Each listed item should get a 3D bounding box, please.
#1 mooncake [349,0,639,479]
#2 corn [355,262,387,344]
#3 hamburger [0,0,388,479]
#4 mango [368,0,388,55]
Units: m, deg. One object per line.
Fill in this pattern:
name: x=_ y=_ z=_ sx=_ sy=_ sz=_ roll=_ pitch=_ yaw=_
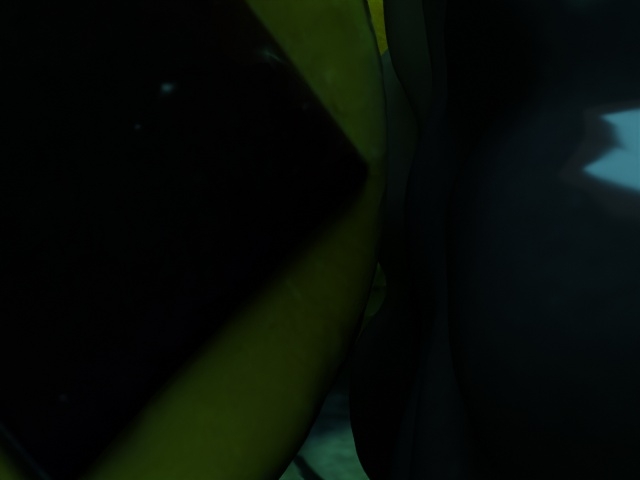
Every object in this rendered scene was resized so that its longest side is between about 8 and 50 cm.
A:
mooncake: x=0.094 y=-0.002 z=0.525 sx=0.154 sy=0.306 sz=0.306 roll=4 pitch=29 yaw=-4
corn: x=0.000 y=0.000 z=0.699 sx=0.248 sy=0.081 sz=0.081 roll=-15 pitch=35 yaw=-31
hamburger: x=-0.129 y=-0.025 z=0.514 sx=0.300 sy=0.300 sz=0.176 roll=-15 pitch=0 yaw=-32
mango: x=-0.004 y=-0.081 z=0.836 sx=0.184 sy=0.085 sz=0.102 roll=-9 pitch=68 yaw=-34
